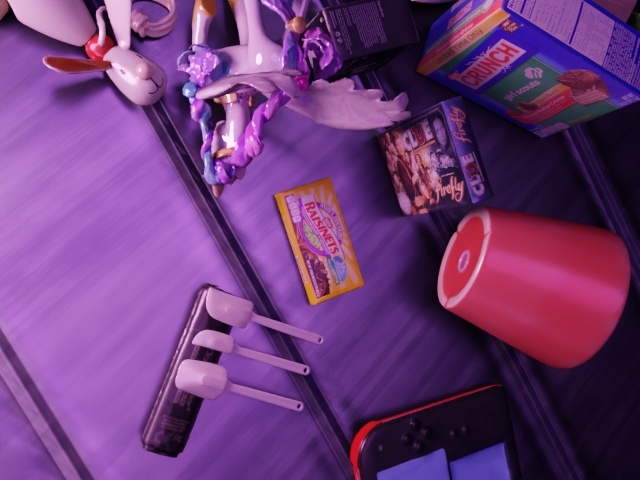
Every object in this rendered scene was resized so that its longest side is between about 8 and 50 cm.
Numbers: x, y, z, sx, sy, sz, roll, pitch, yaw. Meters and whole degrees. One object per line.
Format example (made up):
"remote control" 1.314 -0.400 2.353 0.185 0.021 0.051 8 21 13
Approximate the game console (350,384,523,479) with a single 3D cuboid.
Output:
"game console" 0.235 0.489 1.177 0.341 0.060 0.387 -10 91 -20

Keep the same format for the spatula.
"spatula" -0.108 0.195 1.067 0.242 0.019 0.168 25 74 -31

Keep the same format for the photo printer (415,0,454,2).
"photo printer" 0.265 -0.583 1.146 0.255 0.308 0.107 -22 51 -20

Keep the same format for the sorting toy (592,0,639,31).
"sorting toy" 0.528 -0.436 1.318 0.347 0.047 0.196 9 114 -21

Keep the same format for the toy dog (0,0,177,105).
"toy dog" -0.372 -0.348 0.951 0.333 0.161 0.220 16 82 -18

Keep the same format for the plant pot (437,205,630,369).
"plant pot" 0.361 0.069 1.152 0.243 0.275 0.275 19 81 -8

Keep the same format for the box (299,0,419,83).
"box" 0.058 -0.344 1.108 0.158 0.156 0.093 -20 95 -20

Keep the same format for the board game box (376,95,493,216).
"board game box" 0.186 -0.133 1.096 0.042 0.243 0.165 -20 93 -19

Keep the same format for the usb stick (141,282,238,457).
"usb stick" -0.208 0.207 1.040 0.077 0.045 0.278 25 78 -27

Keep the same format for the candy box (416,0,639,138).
"candy box" 0.382 -0.332 1.166 0.317 0.268 0.122 25 75 -16

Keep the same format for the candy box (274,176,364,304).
"candy box" 0.000 0.000 1.137 0.105 0.027 0.206 -20 94 -23

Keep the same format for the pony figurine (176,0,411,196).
"pony figurine" -0.078 -0.260 0.966 0.302 0.350 0.364 5 83 -42
